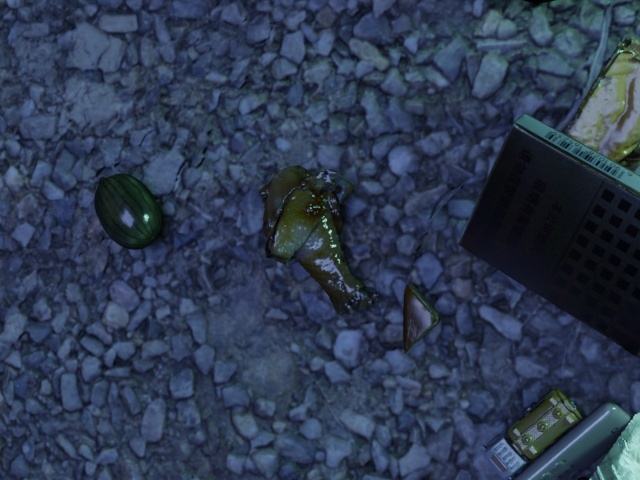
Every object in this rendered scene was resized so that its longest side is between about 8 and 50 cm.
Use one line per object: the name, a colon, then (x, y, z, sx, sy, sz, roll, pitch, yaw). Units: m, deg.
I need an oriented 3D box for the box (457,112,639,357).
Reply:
box: (0.322, 0.015, 1.129, 0.325, 0.047, 0.180, 33, 130, 17)

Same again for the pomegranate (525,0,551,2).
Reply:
pomegranate: (0.272, -0.373, 1.152, 0.225, 0.187, 0.187, -32, 77, -11)

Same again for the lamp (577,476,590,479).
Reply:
lamp: (0.297, 0.391, 1.124, 0.118, 0.118, 0.253, -20, 76, 17)

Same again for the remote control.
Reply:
remote control: (0.247, 0.280, 1.175, 0.261, 0.067, 0.029, -44, 44, 12)

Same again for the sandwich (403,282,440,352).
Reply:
sandwich: (0.121, 0.093, 1.244, 0.044, 0.031, 0.083, 0, 90, 23)

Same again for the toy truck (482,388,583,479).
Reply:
toy truck: (0.242, 0.220, 1.181, 0.123, 0.063, 0.052, -43, 76, 12)

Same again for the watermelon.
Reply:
watermelon: (-0.252, -0.040, 1.351, 0.078, 0.078, 0.110, -36, 76, 14)

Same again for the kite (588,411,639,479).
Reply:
kite: (0.317, 0.292, 1.105, 0.245, 0.015, 0.141, -31, 78, -22)

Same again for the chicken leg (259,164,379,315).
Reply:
chicken leg: (-0.008, 0.002, 1.269, 0.125, 0.080, 0.196, -13, 84, 5)

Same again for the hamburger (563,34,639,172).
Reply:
hamburger: (0.335, -0.131, 1.157, 0.102, 0.087, 0.176, 30, 105, 6)
